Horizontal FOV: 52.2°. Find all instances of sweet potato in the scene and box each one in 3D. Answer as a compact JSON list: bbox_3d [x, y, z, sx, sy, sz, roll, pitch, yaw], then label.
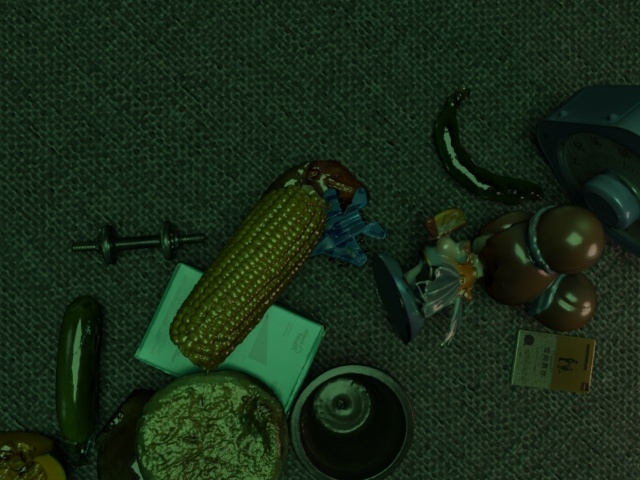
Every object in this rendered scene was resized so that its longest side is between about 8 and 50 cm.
[{"bbox_3d":[-0.096,-0.051,1.304,0.075,0.075,0.269,28,97,-4],"label":"sweet potato"}]

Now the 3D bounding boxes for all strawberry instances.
[{"bbox_3d":[0.029,-0.111,1.324,0.152,0.048,0.104,16,92,-2],"label":"strawberry"}]

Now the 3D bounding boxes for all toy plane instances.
[{"bbox_3d":[0.003,0.001,1.295,0.246,0.078,0.169,-32,74,23],"label":"toy plane"}]

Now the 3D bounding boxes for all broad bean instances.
[{"bbox_3d":[0.331,-0.168,1.350,0.144,0.049,0.292,-38,92,-5],"label":"broad bean"}]

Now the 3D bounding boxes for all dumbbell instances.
[{"bbox_3d":[-0.353,0.004,1.272,0.254,0.081,0.081,-4,90,-4],"label":"dumbbell"}]

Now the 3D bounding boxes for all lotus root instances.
[{"bbox_3d":[-0.302,0.412,1.245,0.267,0.149,0.260,-38,94,-7],"label":"lotus root"}]

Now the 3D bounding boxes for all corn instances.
[{"bbox_3d":[-0.124,0.053,1.163,0.144,0.144,0.387,40,68,-4],"label":"corn"}]

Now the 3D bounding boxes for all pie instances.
[{"bbox_3d":[-0.191,0.365,1.167,0.277,0.078,0.277,1,82,-7],"label":"pie"}]

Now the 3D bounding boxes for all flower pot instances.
[{"bbox_3d":[0.052,0.338,1.272,0.235,0.148,0.235,0,94,-7],"label":"flower pot"}]

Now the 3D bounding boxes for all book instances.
[{"bbox_3d":[0.491,0.256,1.380,0.172,0.012,0.118,8,90,-5],"label":"book"}]

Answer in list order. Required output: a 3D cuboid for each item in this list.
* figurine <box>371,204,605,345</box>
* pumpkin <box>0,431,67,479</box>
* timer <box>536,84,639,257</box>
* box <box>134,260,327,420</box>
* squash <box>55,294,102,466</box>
[{"bbox_3d":[0.318,0.062,1.253,0.388,0.248,0.276,-18,131,-8],"label":"figurine"},{"bbox_3d":[-0.609,0.458,1.246,0.279,0.111,0.163,-1,103,-5],"label":"pumpkin"},{"bbox_3d":[0.595,-0.101,1.218,0.173,0.395,0.395,-38,93,-5],"label":"timer"},{"bbox_3d":[-0.171,0.190,1.268,0.311,0.118,0.205,24,90,-4],"label":"box"},{"bbox_3d":[-0.466,0.272,1.261,0.087,0.087,0.331,3,91,-5],"label":"squash"}]
